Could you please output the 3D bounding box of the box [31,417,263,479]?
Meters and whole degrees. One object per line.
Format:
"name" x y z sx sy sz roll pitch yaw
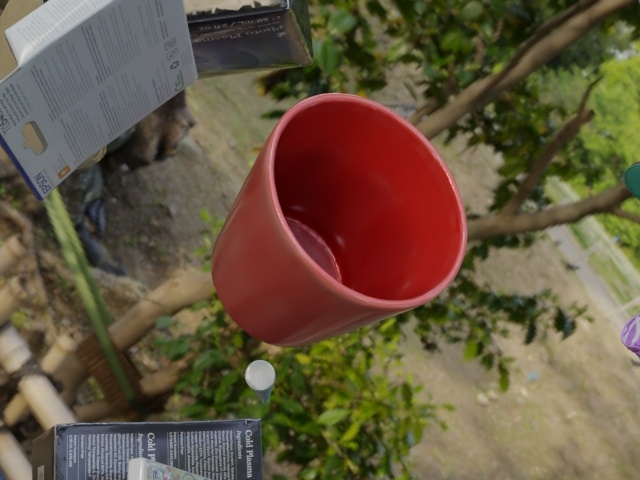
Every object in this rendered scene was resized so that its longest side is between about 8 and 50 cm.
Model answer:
"box" -0.288 0.391 1.515 0.312 0.343 0.179 2 75 -21

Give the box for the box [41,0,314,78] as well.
"box" -0.171 -0.322 1.232 0.294 0.296 0.183 14 70 -84

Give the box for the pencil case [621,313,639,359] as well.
"pencil case" 0.561 0.207 1.519 0.206 0.088 0.086 51 -22 -21

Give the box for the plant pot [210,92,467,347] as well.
"plant pot" 0.000 0.000 1.152 0.275 0.243 0.275 16 57 -25

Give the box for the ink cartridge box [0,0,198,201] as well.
"ink cartridge box" -0.225 -0.161 0.920 0.045 0.224 0.223 45 -16 13

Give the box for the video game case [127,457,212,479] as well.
"video game case" -0.187 0.405 1.200 0.206 0.026 0.227 48 36 -61

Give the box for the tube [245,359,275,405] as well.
"tube" -0.108 0.255 1.725 0.207 0.052 0.080 100 -16 -76

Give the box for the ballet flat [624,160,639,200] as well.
"ballet flat" 0.517 -0.070 1.306 0.213 0.068 0.072 25 -59 60

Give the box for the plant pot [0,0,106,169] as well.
"plant pot" -0.474 -0.302 1.635 0.256 0.274 0.256 15 28 -8

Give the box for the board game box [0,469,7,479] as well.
"board game box" -0.535 0.293 1.065 0.319 0.318 0.066 104 -27 -58
